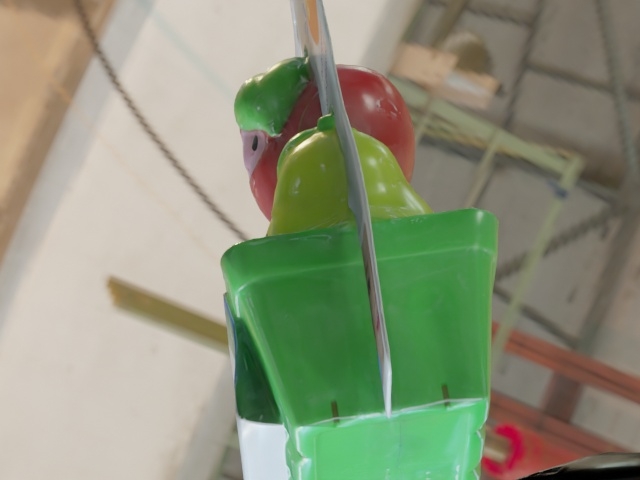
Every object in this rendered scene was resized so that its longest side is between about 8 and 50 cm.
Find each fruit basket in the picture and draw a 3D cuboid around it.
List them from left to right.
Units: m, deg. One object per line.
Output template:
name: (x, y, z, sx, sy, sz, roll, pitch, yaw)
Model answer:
fruit basket: (0.000, 0.000, 1.187, 0.165, 0.327, 0.353, -14, -120, -7)

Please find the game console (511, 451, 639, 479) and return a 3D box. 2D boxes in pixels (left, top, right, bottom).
game console: (0.212, 0.277, 1.006, 0.361, 0.044, 0.213, 64, -22, 0)
